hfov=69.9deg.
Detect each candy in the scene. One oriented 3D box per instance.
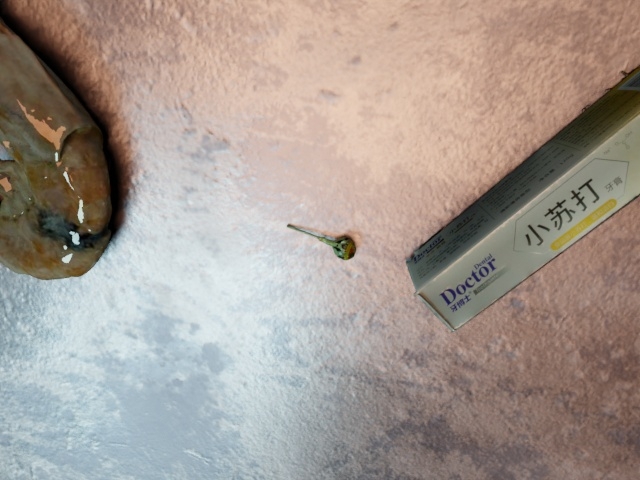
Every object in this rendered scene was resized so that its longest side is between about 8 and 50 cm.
[{"bbox_3d":[0.000,0.000,0.512,0.083,0.025,0.023,19,80,8],"label":"candy"}]

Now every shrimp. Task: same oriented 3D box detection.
[{"bbox_3d":[-0.355,-0.115,0.484,0.246,0.085,0.360,-13,109,16],"label":"shrimp"}]

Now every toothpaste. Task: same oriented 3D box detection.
[{"bbox_3d":[0.221,-0.042,0.440,0.313,0.089,0.071,-42,104,15],"label":"toothpaste"}]
